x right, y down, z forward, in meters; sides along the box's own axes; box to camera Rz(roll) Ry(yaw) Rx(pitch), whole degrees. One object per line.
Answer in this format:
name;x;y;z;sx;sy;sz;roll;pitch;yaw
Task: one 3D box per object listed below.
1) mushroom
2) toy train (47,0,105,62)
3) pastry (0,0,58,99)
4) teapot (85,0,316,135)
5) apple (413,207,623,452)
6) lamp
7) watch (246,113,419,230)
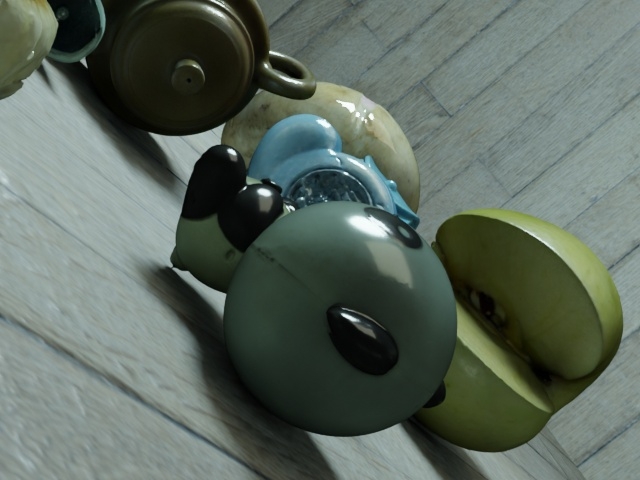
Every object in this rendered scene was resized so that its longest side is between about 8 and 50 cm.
mushroom;0.001;-0.067;1.525;0.255;0.255;0.184;50;41;-2
toy train;-0.331;-0.320;1.241;0.407;0.086;0.088;51;1;7
pastry;-0.256;-0.172;0.907;0.166;0.088;0.166;47;5;-6
teapot;-0.128;-0.185;1.319;0.267;0.186;0.175;12;26;-18
apple;0.205;0.102;1.566;0.254;0.292;0.292;45;5;19
lamp;-0.005;0.041;1.029;0.244;0.198;0.198;44;3;29
watch;0.000;0.000;1.326;0.211;0.211;0.193;51;-7;11
